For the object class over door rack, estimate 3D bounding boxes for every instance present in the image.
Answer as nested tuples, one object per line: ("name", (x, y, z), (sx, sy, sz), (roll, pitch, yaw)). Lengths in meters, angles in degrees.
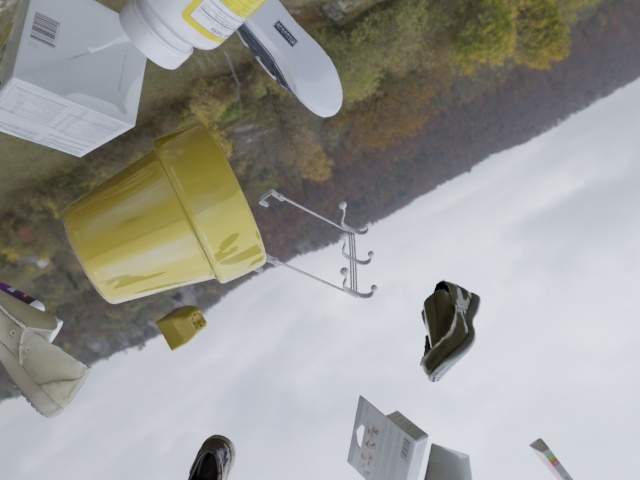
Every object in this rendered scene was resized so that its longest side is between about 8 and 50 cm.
("over door rack", (0.000, 0.000, 1.177), (0.108, 0.325, 0.239), (-52, -152, 44))

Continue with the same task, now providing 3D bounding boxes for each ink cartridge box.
("ink cartridge box", (0.199, 0.649, 1.420), (0.060, 0.274, 0.239), (-5, -159, -38))

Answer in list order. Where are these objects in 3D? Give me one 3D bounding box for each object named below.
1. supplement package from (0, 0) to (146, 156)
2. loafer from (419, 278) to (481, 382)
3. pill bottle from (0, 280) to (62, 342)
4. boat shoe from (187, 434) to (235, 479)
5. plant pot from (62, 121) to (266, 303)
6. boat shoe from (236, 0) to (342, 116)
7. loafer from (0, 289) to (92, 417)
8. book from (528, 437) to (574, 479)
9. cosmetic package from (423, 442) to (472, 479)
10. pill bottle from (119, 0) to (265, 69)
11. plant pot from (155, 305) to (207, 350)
("supplement package", (-0.487, -0.307, 0.864), (0.263, 0.199, 0.198), (-8, 163, 43))
("loafer", (0.197, 0.138, 0.752), (0.094, 0.087, 0.251), (-57, 170, 26))
("pill bottle", (-0.632, 0.150, 0.919), (0.108, 0.194, 0.108), (-54, -168, 17))
("boat shoe", (-0.328, 0.710, 1.223), (0.133, 0.354, 0.130), (6, 168, 10))
("plant pot", (-0.246, -0.026, 0.720), (0.239, 0.253, 0.254), (-25, -175, -13))
("boat shoe", (-0.075, -0.377, 0.947), (0.108, 0.301, 0.102), (-52, -160, -19))
("loafer", (-0.430, 0.125, 0.650), (0.092, 0.268, 0.102), (-40, -164, -34))
("book", (0.560, 0.543, 1.069), (0.035, 0.144, 0.096), (-36, 166, 2))
("cosmetic package", (0.215, 0.637, 0.892), (0.098, 0.376, 0.284), (12, 179, 14))
("pill bottle", (-0.071, -0.164, 0.288), (0.116, 0.065, 0.065), (-33, -175, 22))
("plant pot", (-0.323, 0.201, 1.100), (0.083, 0.081, 0.081), (-25, -173, 25))
